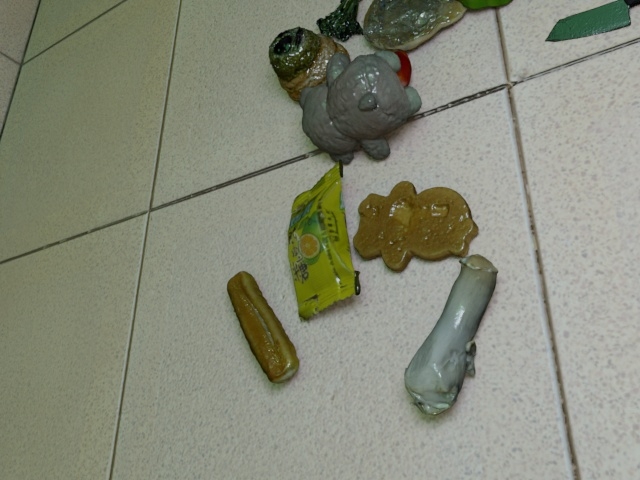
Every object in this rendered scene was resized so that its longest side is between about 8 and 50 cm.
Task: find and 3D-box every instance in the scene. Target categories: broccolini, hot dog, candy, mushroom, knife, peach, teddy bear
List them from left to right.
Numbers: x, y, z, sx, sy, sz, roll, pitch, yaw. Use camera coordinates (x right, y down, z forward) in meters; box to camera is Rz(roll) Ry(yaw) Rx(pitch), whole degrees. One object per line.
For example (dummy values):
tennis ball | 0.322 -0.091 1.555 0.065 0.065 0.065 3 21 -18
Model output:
hot dog | -0.122 0.174 1.164 0.088 0.061 0.285 -38 51 11
candy | 0.000 0.000 1.141 0.187 0.081 0.297 -33 50 41
broccolini | 0.048 -0.617 1.411 0.123 0.062 0.271 -6 71 16
teddy bear | 0.072 -0.270 1.154 0.151 0.236 0.267 -32 4 -29
peach | 0.150 -0.358 1.204 0.101 0.101 0.100 -15 61 29
mushroom | 0.218 0.152 0.920 0.099 0.096 0.278 18 76 37
knife | 0.525 -0.407 1.010 0.231 0.028 0.060 -11 79 33

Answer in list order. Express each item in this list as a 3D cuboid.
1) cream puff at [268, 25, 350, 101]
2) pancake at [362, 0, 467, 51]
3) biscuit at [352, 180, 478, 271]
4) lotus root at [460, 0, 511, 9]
cream puff | -0.040 -0.431 1.317 0.183 0.169 0.183 -16 59 29
pancake | 0.217 -0.545 1.265 0.283 0.049 0.282 -16 57 26
biscuit | 0.178 -0.030 1.067 0.249 0.035 0.184 -4 68 33
lotus root | 0.333 -0.587 1.106 0.186 0.186 0.186 -15 61 29
